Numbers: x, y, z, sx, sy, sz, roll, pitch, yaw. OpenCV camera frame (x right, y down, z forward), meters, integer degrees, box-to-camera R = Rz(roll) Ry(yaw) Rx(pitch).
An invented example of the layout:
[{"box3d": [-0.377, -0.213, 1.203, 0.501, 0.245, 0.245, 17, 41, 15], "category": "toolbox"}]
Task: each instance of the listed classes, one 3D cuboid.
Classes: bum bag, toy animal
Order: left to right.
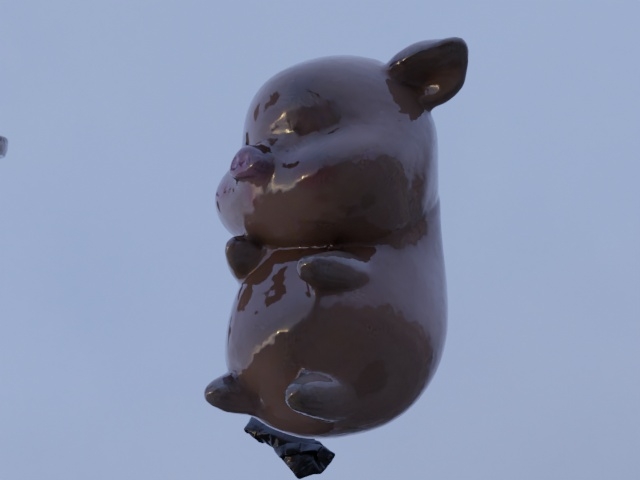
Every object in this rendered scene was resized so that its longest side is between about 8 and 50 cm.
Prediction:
[{"box3d": [-0.040, 0.241, 1.425, 0.058, 0.124, 0.034, -31, -44, -30], "category": "bum bag"}, {"box3d": [0.012, 0.000, 0.755, 0.166, 0.250, 0.154, -1, -10, 33], "category": "toy animal"}]

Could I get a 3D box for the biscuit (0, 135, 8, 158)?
[{"box3d": [-0.438, -0.114, 1.365, 0.141, 0.029, 0.220, 2, -1, 22], "category": "biscuit"}]
